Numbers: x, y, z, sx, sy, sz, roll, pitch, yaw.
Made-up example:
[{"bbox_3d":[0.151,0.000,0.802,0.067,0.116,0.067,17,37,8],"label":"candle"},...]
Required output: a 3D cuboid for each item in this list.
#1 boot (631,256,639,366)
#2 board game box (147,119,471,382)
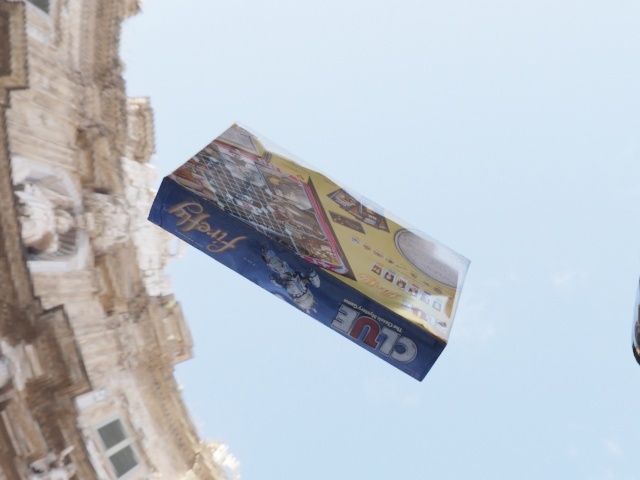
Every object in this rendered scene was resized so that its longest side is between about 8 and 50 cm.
[{"bbox_3d":[0.302,-0.074,0.736,0.118,0.223,0.338,20,-108,18],"label":"boot"},{"bbox_3d":[0.000,0.000,0.779,0.243,0.165,0.042,31,-64,2],"label":"board game box"}]
